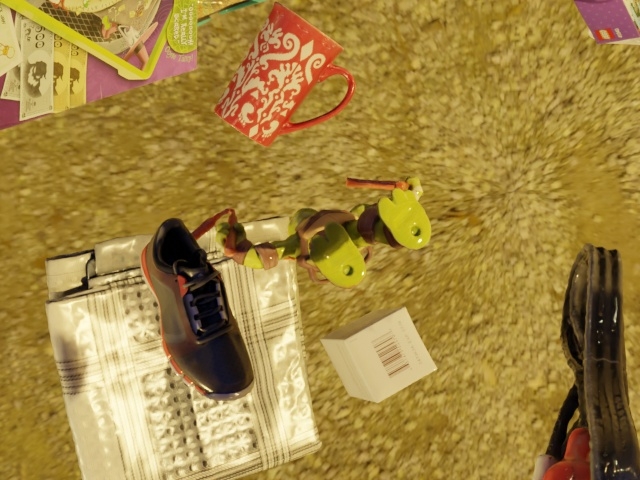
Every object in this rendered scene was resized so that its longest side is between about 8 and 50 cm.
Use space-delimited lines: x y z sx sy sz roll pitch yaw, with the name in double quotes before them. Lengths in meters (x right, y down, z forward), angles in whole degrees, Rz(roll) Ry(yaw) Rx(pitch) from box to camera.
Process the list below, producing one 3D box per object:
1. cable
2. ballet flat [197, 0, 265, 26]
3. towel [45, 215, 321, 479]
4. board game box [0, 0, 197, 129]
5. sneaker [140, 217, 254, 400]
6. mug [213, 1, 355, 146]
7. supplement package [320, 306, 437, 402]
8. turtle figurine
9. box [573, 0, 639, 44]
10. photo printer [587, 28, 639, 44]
"cable" 0.142 0.094 0.554 0.072 0.139 0.287 6 50 7
"ballet flat" -0.164 -0.347 1.329 0.348 0.123 0.123 -27 87 -18
"towel" -0.156 0.144 1.167 0.312 0.056 0.324 -11 97 -21
"board game box" -0.164 -0.239 0.576 0.056 0.208 0.347 39 137 36
"sneaker" -0.098 0.050 0.754 0.061 0.065 0.158 -20 65 -28
"mug" -0.049 -0.211 1.306 0.150 0.113 0.169 39 99 26
"supplement package" 0.082 0.168 1.447 0.105 0.179 0.105 -28 91 -13
"turtle figurine" 0.000 0.000 0.919 0.269 0.217 0.087 -14 98 -16
"box" 0.290 -0.383 1.055 0.057 0.293 0.201 -2 61 36
"photo printer" 0.619 -0.494 1.685 0.256 0.107 0.308 15 92 41
